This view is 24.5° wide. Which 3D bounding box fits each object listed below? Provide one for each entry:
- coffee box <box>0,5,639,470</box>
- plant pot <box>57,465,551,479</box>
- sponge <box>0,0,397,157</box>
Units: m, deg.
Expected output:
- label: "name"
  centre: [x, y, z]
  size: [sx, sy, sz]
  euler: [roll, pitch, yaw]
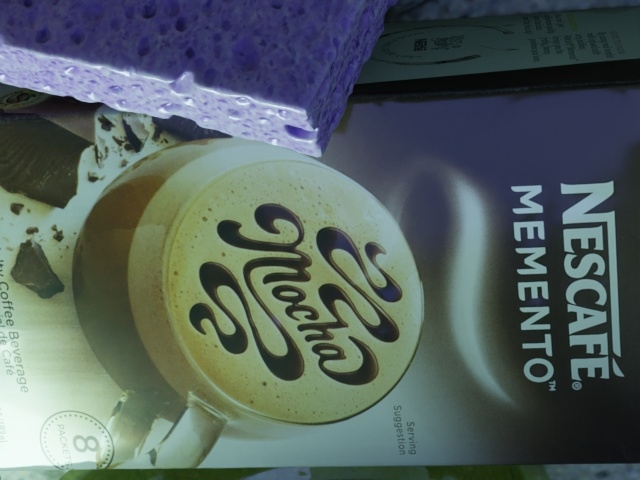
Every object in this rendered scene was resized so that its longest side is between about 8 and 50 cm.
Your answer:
- label: "coffee box"
  centre: [0.000, 0.000, 0.639]
  size: [0.297, 0.119, 0.168]
  euler: [-3, 112, 12]
- label: "plant pot"
  centre: [0.004, 0.242, 0.693]
  size: [0.276, 0.276, 0.254]
  euler: [-11, 123, 15]
- label: "sponge"
  centre: [-0.075, -0.108, 0.586]
  size: [0.210, 0.117, 0.031]
  euler: [14, 152, 20]
